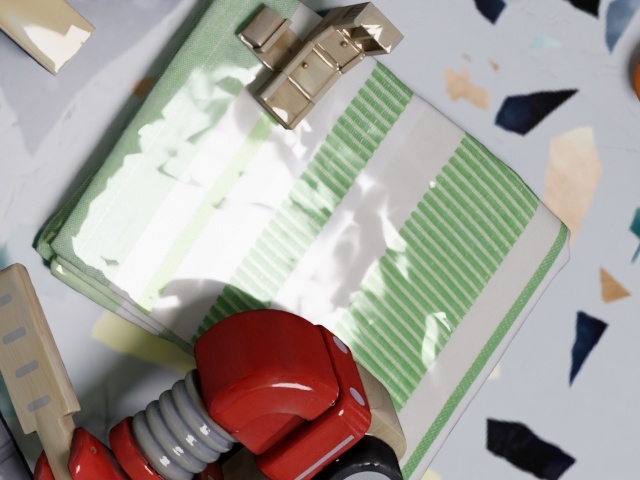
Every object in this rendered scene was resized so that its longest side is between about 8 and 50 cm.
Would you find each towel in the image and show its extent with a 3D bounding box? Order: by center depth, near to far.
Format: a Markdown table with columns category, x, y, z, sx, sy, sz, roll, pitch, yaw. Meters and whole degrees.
| category | x | y | z | sx | sy | sz | roll | pitch | yaw |
| --- | --- | --- | --- | --- | --- | --- | --- | --- | --- |
| towel | 0.000 | 0.000 | 1.340 | 0.325 | 0.038 | 0.248 | 36 | 87 | -19 |

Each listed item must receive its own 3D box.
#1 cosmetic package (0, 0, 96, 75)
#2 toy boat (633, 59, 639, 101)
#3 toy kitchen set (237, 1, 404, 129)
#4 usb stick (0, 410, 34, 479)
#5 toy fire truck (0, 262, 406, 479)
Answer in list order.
| category | x | y | z | sx | sy | sz | roll | pitch | yaw |
| --- | --- | --- | --- | --- | --- | --- | --- | --- | --- |
| cosmetic package | -0.199 | -0.157 | 1.208 | 0.115 | 0.060 | 0.041 | 42 | 87 | -22 |
| toy boat | 0.299 | -0.104 | 1.379 | 0.151 | 0.151 | 0.231 | 10 | 97 | 11 |
| toy kitchen set | -0.008 | -0.125 | 1.260 | 0.068 | 0.075 | 0.083 | 44 | 78 | -17 |
| usb stick | -0.260 | 0.098 | 1.267 | 0.077 | 0.045 | 0.278 | -27 | 107 | -11 |
| toy fire truck | -0.098 | 0.110 | 1.255 | 0.217 | 0.158 | 0.246 | -39 | 121 | 14 |
